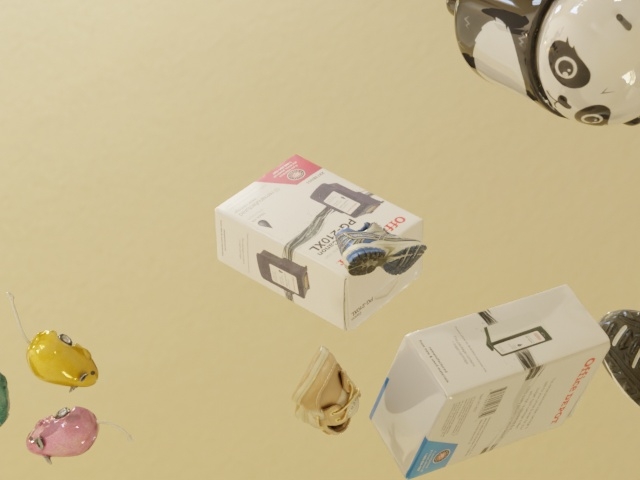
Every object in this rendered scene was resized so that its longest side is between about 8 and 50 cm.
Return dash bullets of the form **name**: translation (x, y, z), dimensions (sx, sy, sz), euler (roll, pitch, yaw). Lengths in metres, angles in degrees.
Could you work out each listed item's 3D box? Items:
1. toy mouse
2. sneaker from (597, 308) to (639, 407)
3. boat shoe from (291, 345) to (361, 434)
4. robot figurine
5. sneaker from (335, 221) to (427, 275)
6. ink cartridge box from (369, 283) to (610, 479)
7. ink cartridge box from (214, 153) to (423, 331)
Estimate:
- **toy mouse**: translation (-0.231, 0.139, 1.253), dimensions (0.161, 0.143, 0.031), euler (40, -162, -23)
- **sneaker**: translation (0.400, 0.154, 1.792), dimensions (0.271, 0.100, 0.108), euler (31, -179, -29)
- **boat shoe**: translation (0.011, 0.148, 1.528), dimensions (0.059, 0.063, 0.170), euler (29, 165, 9)
- **robot figurine**: translation (0.245, -0.218, 1.625), dimensions (0.278, 0.209, 0.174), euler (36, 120, 53)
- **sneaker**: translation (0.069, 0.003, 1.808), dimensions (0.135, 0.052, 0.058), euler (2, -133, -50)
- **ink cartridge box**: translation (0.169, 0.141, 1.586), dimensions (0.086, 0.203, 0.148), euler (56, 146, 30)
- **ink cartridge box**: translation (0.000, 0.000, 2.164), dimensions (0.237, 0.172, 0.100), euler (28, 137, 31)
